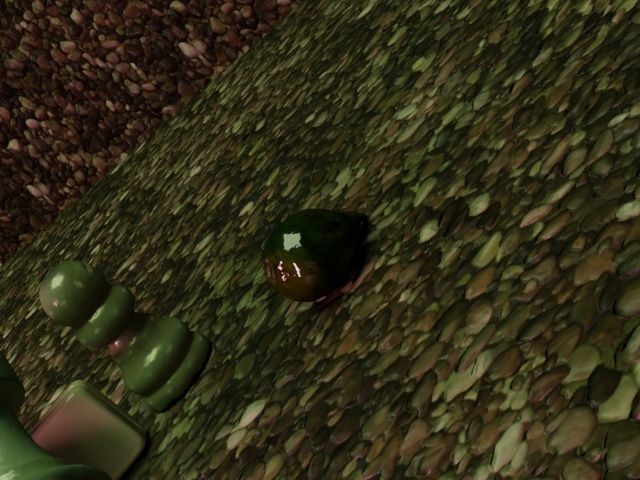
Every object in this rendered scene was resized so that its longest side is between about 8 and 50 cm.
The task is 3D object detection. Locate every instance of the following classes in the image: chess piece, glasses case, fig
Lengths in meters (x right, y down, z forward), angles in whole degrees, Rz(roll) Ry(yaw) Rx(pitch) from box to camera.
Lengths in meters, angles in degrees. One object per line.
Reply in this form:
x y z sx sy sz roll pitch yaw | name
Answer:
-0.393 0.275 1.559 0.194 0.194 0.299 -46 58 11 | chess piece
-0.382 0.347 1.690 0.313 0.131 0.070 -50 12 -2 | glasses case
0.000 0.000 1.561 0.117 0.117 0.177 -31 15 45 | fig
-0.285 0.119 1.745 0.133 0.243 0.133 -44 17 17 | chess piece
